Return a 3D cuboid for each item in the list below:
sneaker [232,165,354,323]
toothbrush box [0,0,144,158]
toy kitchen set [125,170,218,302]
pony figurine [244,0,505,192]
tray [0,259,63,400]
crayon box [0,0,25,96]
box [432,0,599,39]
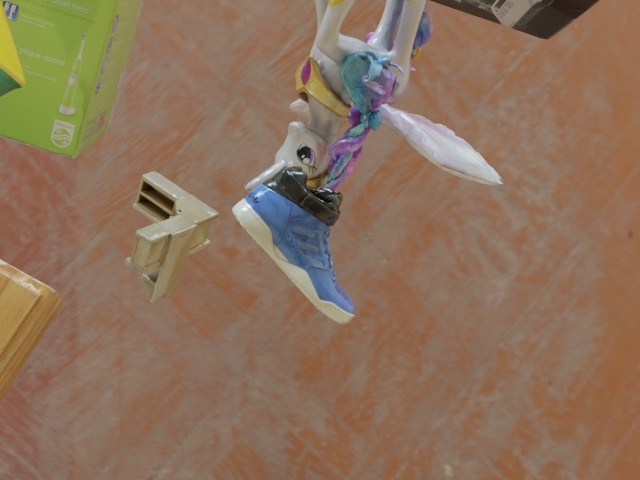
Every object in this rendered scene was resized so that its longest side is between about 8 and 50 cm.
[{"bbox_3d":[0.000,0.000,1.064,0.084,0.058,0.152,-41,104,2],"label":"sneaker"},{"bbox_3d":[-0.253,-0.247,1.224,0.122,0.206,0.283,18,103,-5],"label":"toothbrush box"},{"bbox_3d":[-0.142,-0.001,0.959,0.083,0.075,0.068,-26,142,-52],"label":"toy kitchen set"},{"bbox_3d":[0.061,-0.201,1.473,0.351,0.302,0.364,-3,111,-49],"label":"pony figurine"},{"bbox_3d":[-0.549,0.200,1.603,0.202,0.076,0.411,28,72,7],"label":"tray"},{"bbox_3d":[-0.345,-0.270,0.723,0.106,0.363,0.313,-24,69,7],"label":"crayon box"},{"bbox_3d":[0.083,-0.259,0.825,0.307,0.242,0.077,16,74,-13],"label":"box"}]
